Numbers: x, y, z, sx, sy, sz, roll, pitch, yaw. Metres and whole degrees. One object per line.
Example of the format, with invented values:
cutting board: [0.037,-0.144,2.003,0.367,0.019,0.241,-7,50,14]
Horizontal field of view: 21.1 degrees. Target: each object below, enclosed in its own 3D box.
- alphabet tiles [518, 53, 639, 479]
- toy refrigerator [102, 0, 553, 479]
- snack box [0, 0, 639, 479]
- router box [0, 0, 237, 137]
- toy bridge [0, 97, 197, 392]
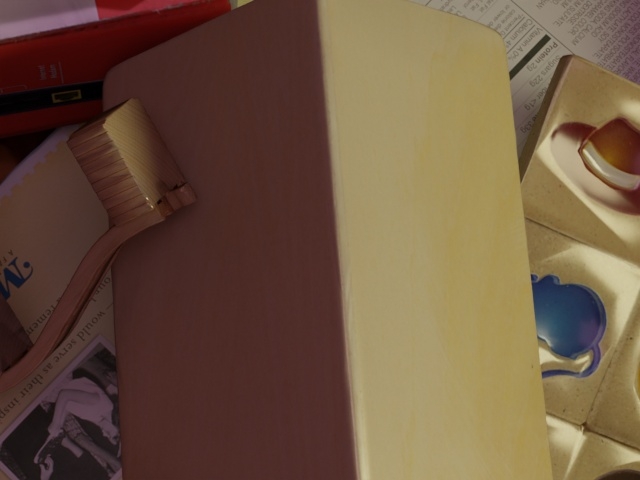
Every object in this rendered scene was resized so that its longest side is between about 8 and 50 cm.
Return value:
alphabet tiles: [0.162,0.093,0.618,0.285,0.011,0.342,22,89,-21]
toy refrigerator: [0.007,0.070,0.513,0.094,0.102,0.269,9,70,-44]
snack box: [0.000,0.000,0.625,0.187,0.060,0.322,43,80,10]
router box: [-0.210,-0.185,0.592,0.301,0.082,0.335,-12,74,-8]
toy bridge: [-0.113,0.018,0.537,0.188,0.026,0.063,-22,104,29]
